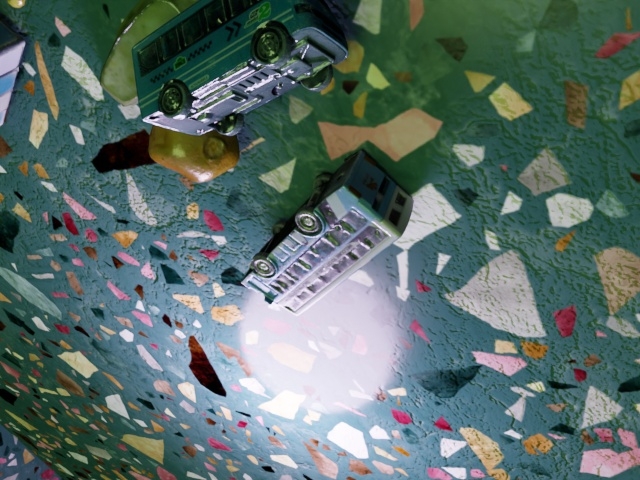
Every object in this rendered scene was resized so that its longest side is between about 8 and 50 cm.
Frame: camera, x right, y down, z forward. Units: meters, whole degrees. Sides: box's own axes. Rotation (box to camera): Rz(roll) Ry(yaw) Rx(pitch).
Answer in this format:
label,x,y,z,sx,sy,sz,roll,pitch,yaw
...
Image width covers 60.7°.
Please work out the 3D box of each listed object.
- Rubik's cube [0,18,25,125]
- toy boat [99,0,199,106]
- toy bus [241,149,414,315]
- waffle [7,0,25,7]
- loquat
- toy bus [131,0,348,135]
label,x,y,z,sx,sy,sz,roll,pitch,yaw
Rubik's cube,-0.671,-0.274,0.852,0.259,0.256,0.253,43,135,-11
toy boat,-0.235,-0.273,0.756,0.093,0.055,0.293,45,135,-18
toy bus,0.000,0.000,0.838,0.131,0.106,0.297,36,135,-11
waffle,-0.469,-0.471,0.705,0.283,0.065,0.309,30,133,-2
loquat,-0.188,-0.142,0.803,0.137,0.137,0.113,5,96,25
toy bus,-0.100,-0.220,0.645,0.246,0.113,0.134,-21,79,27
